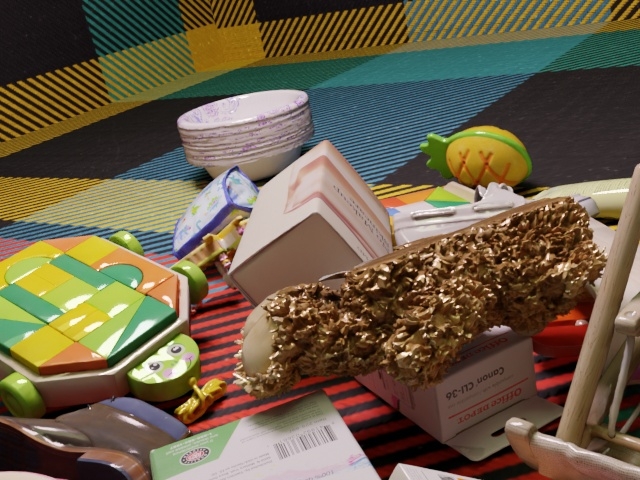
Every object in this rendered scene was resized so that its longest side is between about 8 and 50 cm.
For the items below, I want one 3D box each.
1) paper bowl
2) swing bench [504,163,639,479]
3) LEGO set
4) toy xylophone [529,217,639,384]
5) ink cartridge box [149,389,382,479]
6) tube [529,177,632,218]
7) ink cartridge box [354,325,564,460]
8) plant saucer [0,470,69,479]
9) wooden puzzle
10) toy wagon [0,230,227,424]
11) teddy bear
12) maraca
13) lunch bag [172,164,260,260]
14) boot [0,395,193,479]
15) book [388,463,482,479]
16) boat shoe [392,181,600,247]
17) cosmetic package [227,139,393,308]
[{"bbox_3d":[-0.152,-0.219,1.634,0.284,0.148,0.284,-11,20,4],"label":"paper bowl"},{"bbox_3d":[0.310,0.099,0.521,0.253,0.165,0.255,13,65,46],"label":"swing bench"},{"bbox_3d":[-0.125,0.047,1.065,0.287,0.107,0.132,-32,-6,-32],"label":"LEGO set"},{"bbox_3d":[0.305,0.040,0.812,0.236,0.081,0.323,0,19,-4],"label":"toy xylophone"},{"bbox_3d":[-0.027,0.214,0.541,0.154,0.093,0.212,-17,20,-12],"label":"ink cartridge box"},{"bbox_3d":[0.398,-0.057,1.063,0.240,0.062,0.070,2,-19,44],"label":"tube"},{"bbox_3d":[0.124,0.120,0.732,0.115,0.067,0.198,-21,23,-24],"label":"ink cartridge box"},{"bbox_3d":[-0.265,0.272,0.514,0.331,0.084,0.332,-11,25,5],"label":"plant saucer"},{"bbox_3d":[0.143,-0.032,1.144,0.238,0.044,0.221,-18,22,-14],"label":"wooden puzzle"},{"bbox_3d":[-0.251,0.097,0.875,0.344,0.068,0.267,21,40,31],"label":"toy wagon"},{"bbox_3d":[0.080,0.063,0.678,0.337,0.113,0.245,-19,3,-18],"label":"teddy bear"},{"bbox_3d":[0.250,-0.132,1.238,0.185,0.127,0.099,8,54,34],"label":"maraca"},{"bbox_3d":[-0.160,-0.034,1.181,0.129,0.096,0.151,-44,6,16],"label":"lunch bag"},{"bbox_3d":[-0.229,0.198,0.734,0.219,0.082,0.106,10,18,25],"label":"boot"},{"bbox_3d":[0.121,0.192,0.484,0.144,0.035,0.096,23,10,-27],"label":"book"},{"bbox_3d":[0.226,-0.032,1.004,0.267,0.088,0.096,-15,-11,4],"label":"boat shoe"},{"bbox_3d":[0.000,0.000,0.946,0.129,0.153,0.296,-36,17,16],"label":"cosmetic package"}]
